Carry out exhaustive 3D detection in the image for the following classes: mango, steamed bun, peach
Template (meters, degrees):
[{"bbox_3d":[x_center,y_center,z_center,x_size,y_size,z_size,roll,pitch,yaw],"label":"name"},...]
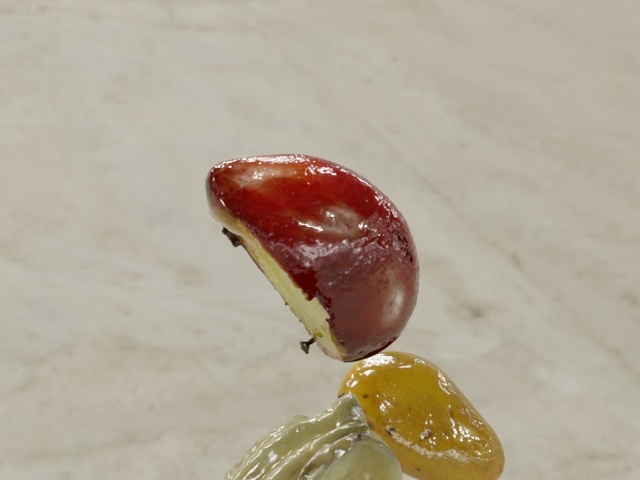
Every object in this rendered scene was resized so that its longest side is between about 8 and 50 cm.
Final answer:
[{"bbox_3d":[0.126,0.217,1.901,0.227,0.109,0.147,30,42,-7],"label":"mango"},{"bbox_3d":[-0.082,0.340,1.335,0.189,0.247,0.428,-6,34,47],"label":"steamed bun"},{"bbox_3d":[0.006,-0.002,1.628,0.154,0.267,0.158,-43,22,-15],"label":"peach"}]
